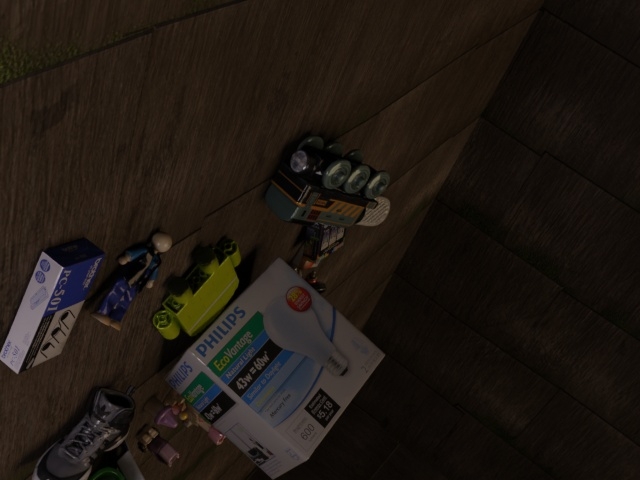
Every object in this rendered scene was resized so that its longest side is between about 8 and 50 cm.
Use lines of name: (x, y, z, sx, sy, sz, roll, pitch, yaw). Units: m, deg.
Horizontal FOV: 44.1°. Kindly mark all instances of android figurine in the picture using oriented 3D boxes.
android figurine: (-0.256, 0.111, 1.705, 0.248, 0.056, 0.273, -51, 165, -15)

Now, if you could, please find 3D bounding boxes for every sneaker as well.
sneaker: (0.033, -0.110, 2.027, 0.321, 0.127, 0.126, 12, 109, -48)
sneaker: (-0.467, 0.388, 1.594, 0.153, 0.101, 0.268, -62, 170, 28)

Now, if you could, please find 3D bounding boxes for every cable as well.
cable: (-0.059, 0.148, 2.335, 0.287, 0.139, 0.072, 104, -16, -70)

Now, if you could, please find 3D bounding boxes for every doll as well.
doll: (-0.324, 0.065, 1.389, 0.189, 0.046, 0.129, -58, 158, -10)

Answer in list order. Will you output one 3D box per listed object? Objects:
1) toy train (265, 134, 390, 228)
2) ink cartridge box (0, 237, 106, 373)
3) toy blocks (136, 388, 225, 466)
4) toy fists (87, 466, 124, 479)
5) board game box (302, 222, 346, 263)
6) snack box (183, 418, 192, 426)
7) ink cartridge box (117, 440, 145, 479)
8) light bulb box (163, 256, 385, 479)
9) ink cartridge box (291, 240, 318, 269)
toy train: (0.022, -0.120, 1.810, 0.334, 0.142, 0.190, 8, 120, -56)
ink cartridge box: (-0.407, 0.099, 1.199, 0.207, 0.046, 0.097, -60, 166, 22)
toy blocks: (-0.279, 0.471, 2.063, 0.309, 0.260, 0.288, -46, 165, -29)
toy fists: (-0.551, 0.624, 1.767, 0.279, 0.096, 0.142, -47, 169, -36)
board game box: (0.017, -0.029, 2.211, 0.170, 0.048, 0.141, -31, 135, -56)
snack box: (-0.346, 0.473, 2.344, 0.178, 0.022, 0.064, -58, 165, 18)
ink cartridge box: (-0.457, 0.613, 1.951, 0.045, 0.224, 0.223, -23, 152, -24)
light bulb box: (-0.108, 0.301, 1.891, 0.358, 0.361, 0.225, -48, 180, -37)
ink cartridge box: (0.000, 0.000, 2.309, 0.179, 0.045, 0.145, -54, 167, 12)
